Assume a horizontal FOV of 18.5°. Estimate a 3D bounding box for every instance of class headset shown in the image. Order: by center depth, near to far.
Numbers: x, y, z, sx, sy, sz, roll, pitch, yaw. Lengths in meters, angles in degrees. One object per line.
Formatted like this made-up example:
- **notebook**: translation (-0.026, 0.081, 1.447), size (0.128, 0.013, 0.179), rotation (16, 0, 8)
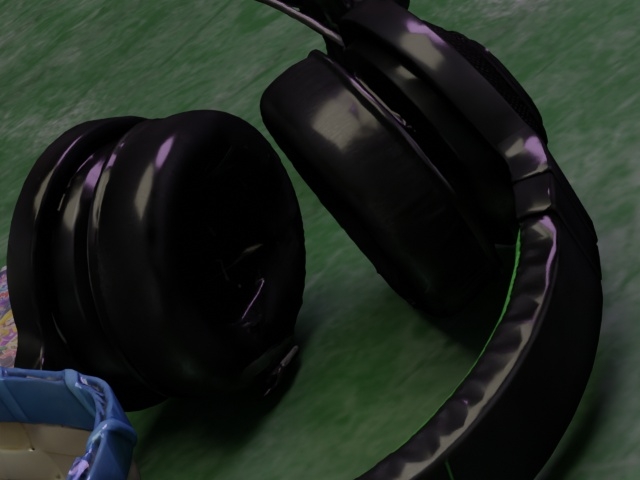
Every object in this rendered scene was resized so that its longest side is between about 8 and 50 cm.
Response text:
- **headset**: translation (0.000, 0.000, 0.853), size (0.243, 0.185, 0.394), rotation (-22, 44, 17)

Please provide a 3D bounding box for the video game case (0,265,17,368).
- **video game case**: translation (-0.137, 0.037, 1.006), size (0.087, 0.011, 0.122), rotation (-21, 29, 17)

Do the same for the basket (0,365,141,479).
- **basket**: translation (-0.172, 0.106, 0.624), size (0.201, 0.289, 0.254), rotation (-9, 34, 33)
